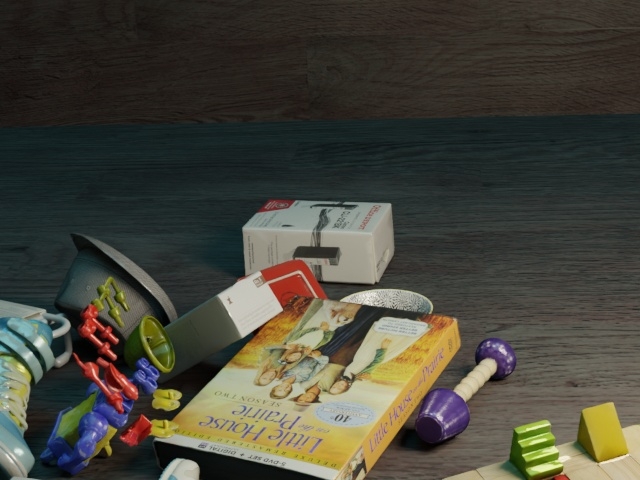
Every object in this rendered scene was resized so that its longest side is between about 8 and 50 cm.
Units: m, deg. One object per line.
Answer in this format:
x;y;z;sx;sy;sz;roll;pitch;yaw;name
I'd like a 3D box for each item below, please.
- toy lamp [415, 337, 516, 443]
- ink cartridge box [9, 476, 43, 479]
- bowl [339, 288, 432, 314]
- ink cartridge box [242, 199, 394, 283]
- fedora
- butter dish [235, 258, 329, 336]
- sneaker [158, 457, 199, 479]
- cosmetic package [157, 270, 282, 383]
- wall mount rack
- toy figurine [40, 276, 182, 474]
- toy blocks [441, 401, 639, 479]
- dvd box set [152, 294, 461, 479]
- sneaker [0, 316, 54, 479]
0.223;0.232;1.908;0.080;0.080;0.274;8;23;29;toy lamp
-0.396;0.372;1.591;0.052;0.088;0.122;2;20;15;ink cartridge box
0.110;0.151;2.143;0.170;0.080;0.170;-3;19;1;bowl
0.000;0.000;2.530;0.273;0.114;0.197;3;20;14;ink cartridge box
-0.380;0.112;2.191;0.275;0.244;0.124;23;60;39;fedora
-0.070;0.135;2.176;0.160;0.118;0.160;-20;69;-38;butter dish
-0.173;0.367;1.598;0.092;0.087;0.229;4;27;0;sneaker
-0.183;0.144;2.037;0.231;0.085;0.117;-30;1;41;cosmetic package
-0.598;0.190;2.094;0.350;0.130;0.304;9;19;30;wall mount rack
-0.348;0.232;1.845;0.217;0.191;0.362;-43;16;10;toy figurine
0.323;0.358;1.443;0.381;0.191;0.261;-11;32;-22;toy blocks
-0.011;0.227;1.874;0.307;0.062;0.420;7;32;30;dvd box set
-0.463;0.219;1.860;0.208;0.127;0.319;-35;44;-21;sneaker
